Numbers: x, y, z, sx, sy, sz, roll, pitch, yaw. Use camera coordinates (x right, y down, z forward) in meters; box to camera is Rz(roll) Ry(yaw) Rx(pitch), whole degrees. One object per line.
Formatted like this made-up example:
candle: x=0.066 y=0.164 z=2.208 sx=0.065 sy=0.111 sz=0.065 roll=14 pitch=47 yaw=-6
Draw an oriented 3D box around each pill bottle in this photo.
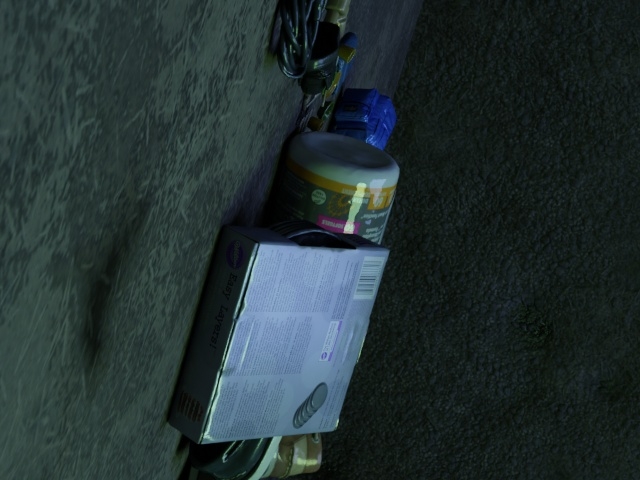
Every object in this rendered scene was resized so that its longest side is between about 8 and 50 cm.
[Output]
pill bottle: x=0.000 y=0.000 z=1.840 sx=0.162 sy=0.162 sz=0.278 roll=-60 pitch=167 yaw=-68

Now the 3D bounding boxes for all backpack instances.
backpack: x=0.064 y=-0.197 z=2.260 sx=0.101 sy=0.098 sz=0.120 roll=56 pitch=45 yaw=-46

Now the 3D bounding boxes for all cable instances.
cable: x=-0.017 y=-0.259 z=1.456 sx=0.150 sy=0.047 sz=0.184 roll=109 pitch=-2 yaw=-71

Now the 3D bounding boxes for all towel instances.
towel: x=0.027 y=-0.265 z=1.961 sx=0.119 sy=0.029 sz=0.067 roll=-63 pitch=170 yaw=-58

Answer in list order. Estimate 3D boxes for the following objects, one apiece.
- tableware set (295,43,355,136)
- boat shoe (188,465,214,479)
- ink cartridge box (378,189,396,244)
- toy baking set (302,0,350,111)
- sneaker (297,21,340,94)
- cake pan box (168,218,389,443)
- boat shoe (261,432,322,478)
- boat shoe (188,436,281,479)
tableware set: x=0.013 y=-0.207 z=1.829 sx=0.104 sy=0.024 sz=0.154 roll=-50 pitch=168 yaw=-44
boat shoe: x=-0.143 y=0.365 z=1.809 sx=0.305 sy=0.091 sz=0.109 roll=-79 pitch=173 yaw=-51
ink cartridge box: x=0.013 y=0.003 z=2.027 sx=0.093 sy=0.154 sz=0.212 roll=-64 pitch=170 yaw=-59
toy baking set: x=0.028 y=-0.308 z=1.806 sx=0.197 sy=0.030 sz=0.256 roll=87 pitch=21 yaw=-76
sneaker: x=-0.003 y=-0.219 z=1.655 sx=0.170 sy=0.051 sz=0.089 roll=-70 pitch=171 yaw=-61
cake pan box: x=-0.044 y=0.109 z=1.580 sx=0.246 sy=0.070 sz=0.267 roll=1 pitch=109 yaw=-50
boat shoe: x=-0.057 y=0.217 z=1.892 sx=0.324 sy=0.116 sz=0.123 roll=-95 pitch=-158 yaw=-47
boat shoe: x=-0.087 y=0.153 z=1.708 sx=0.113 sy=0.127 sz=0.340 roll=21 pitch=94 yaw=-53
